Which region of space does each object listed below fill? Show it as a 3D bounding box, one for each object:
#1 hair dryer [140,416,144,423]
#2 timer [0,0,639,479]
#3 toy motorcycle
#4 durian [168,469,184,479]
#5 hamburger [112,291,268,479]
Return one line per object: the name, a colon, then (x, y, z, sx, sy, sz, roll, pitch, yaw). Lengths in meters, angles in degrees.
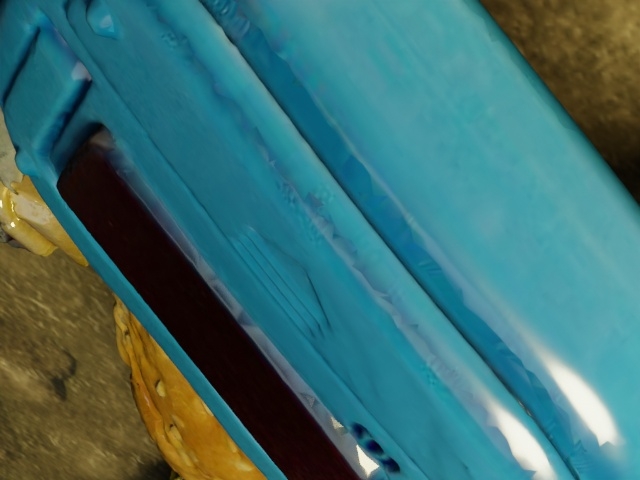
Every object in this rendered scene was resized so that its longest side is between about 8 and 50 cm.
hair dryer: (-0.056, 0.191, 1.127, 0.155, 0.183, 0.044, 13, -174, 16)
timer: (0.000, 0.000, 0.679, 0.340, 0.115, 0.309, 51, 161, -2)
toy motorcycle: (-0.165, -0.056, 0.925, 0.129, 0.094, 0.229, 12, 148, 16)
durian: (-0.049, 0.208, 1.202, 0.186, 0.119, 0.108, 21, 112, 36)
hamburger: (0.042, 0.108, 0.949, 0.330, 0.162, 0.209, 15, 142, 6)
